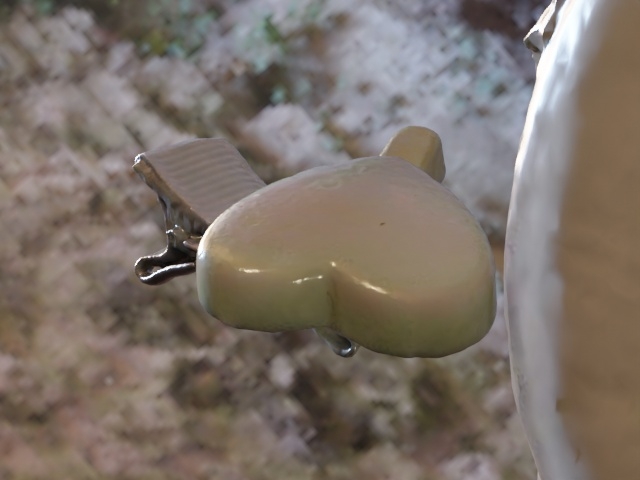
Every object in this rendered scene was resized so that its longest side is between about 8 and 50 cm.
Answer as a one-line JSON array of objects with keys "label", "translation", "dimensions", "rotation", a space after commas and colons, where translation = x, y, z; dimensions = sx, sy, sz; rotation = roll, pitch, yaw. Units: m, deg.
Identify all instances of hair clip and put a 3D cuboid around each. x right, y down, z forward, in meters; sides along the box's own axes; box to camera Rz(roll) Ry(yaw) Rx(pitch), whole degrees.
[{"label": "hair clip", "translation": [0.002, -0.003, 0.777], "dimensions": [0.218, 0.159, 0.071], "rotation": [23, 129, 51]}]

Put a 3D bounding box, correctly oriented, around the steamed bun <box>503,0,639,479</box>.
[{"label": "steamed bun", "translation": [0.243, 0.012, 0.452], "dimensions": [0.374, 0.374, 0.241], "rotation": [47, -152, 23]}]
